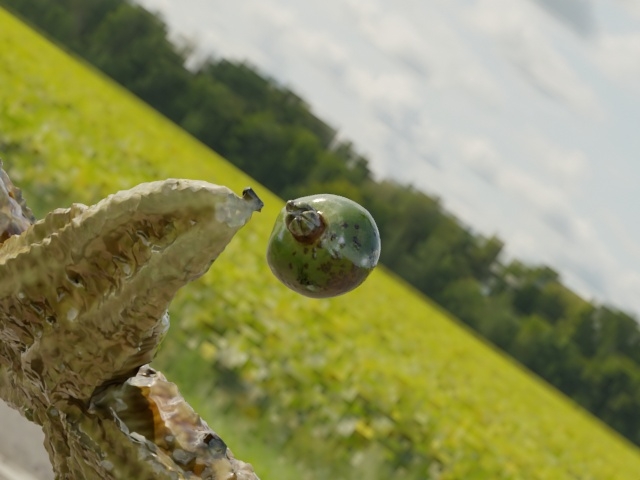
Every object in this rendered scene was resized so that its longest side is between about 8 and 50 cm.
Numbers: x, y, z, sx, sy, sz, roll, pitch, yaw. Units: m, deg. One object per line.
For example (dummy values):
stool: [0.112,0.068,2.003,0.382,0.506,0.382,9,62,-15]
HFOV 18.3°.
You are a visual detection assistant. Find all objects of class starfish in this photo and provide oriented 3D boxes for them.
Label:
starfish: [-0.062,0.025,0.534,0.277,0.062,0.236,32,-35,48]

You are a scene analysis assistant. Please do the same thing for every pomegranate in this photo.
pomegranate: [0.004,0.002,1.260,0.073,0.073,0.084,36,-18,-1]
